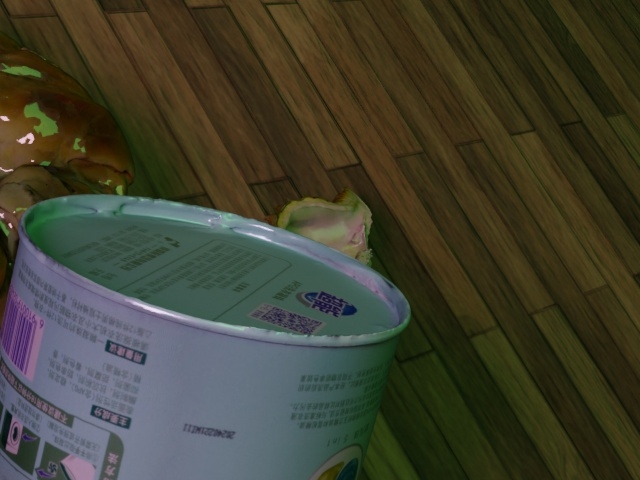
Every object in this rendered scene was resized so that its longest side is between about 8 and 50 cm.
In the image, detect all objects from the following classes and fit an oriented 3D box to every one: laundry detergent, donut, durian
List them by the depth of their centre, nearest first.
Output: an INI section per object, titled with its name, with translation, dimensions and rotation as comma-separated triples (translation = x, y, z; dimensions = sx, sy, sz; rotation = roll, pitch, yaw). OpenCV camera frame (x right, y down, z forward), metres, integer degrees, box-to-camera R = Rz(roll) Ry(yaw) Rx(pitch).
[laundry detergent]
translation = -0.110, 0.153, 0.926
dimensions = 0.287, 0.305, 0.287
rotation = 14, 14, -4
[donut]
translation = -0.328, -0.057, 1.058
dimensions = 0.360, 0.170, 0.360
rotation = 24, 45, -26
[durian]
translation = 0.001, 0.011, 1.349
dimensions = 0.140, 0.078, 0.224
rotation = 28, 32, -2
